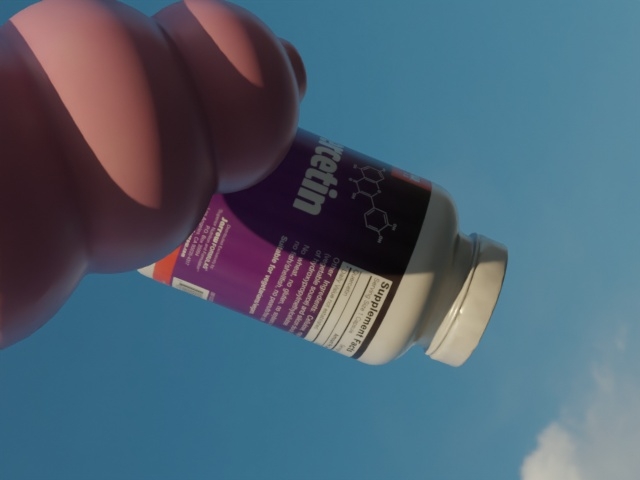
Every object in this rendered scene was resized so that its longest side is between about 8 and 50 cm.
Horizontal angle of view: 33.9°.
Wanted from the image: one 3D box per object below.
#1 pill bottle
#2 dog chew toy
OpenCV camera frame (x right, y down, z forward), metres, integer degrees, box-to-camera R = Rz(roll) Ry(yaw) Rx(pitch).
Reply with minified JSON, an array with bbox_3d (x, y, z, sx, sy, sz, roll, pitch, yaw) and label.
[{"bbox_3d":[0.000,0.000,0.972,0.323,0.181,0.181,22,-108,-3],"label":"pill bottle"},{"bbox_3d":[-0.160,-0.060,0.658,0.332,0.207,0.206,-23,-68,-22],"label":"dog chew toy"}]
